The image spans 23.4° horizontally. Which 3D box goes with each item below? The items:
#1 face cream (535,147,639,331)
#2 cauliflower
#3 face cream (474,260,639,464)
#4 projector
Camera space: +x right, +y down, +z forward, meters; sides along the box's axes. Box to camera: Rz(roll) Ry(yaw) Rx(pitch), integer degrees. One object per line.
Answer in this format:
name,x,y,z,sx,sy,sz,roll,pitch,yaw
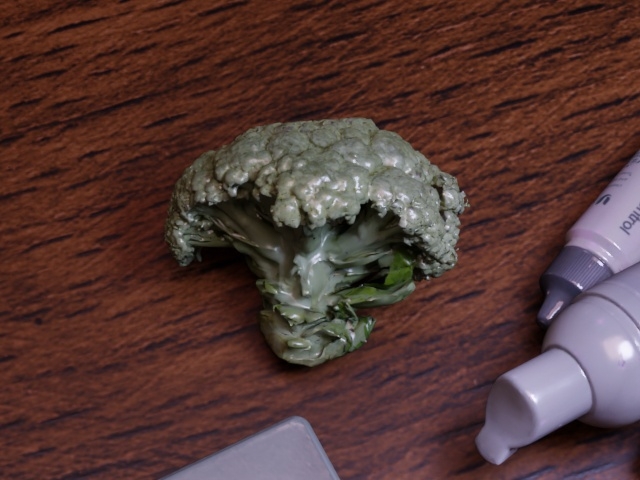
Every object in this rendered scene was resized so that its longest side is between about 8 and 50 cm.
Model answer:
face cream,0.326,-0.016,1.641,0.092,0.092,0.311,38,68,16
cauliflower,0.000,0.000,1.573,0.272,0.275,0.250,-5,99,-38
face cream,0.310,0.104,1.515,0.369,0.145,0.145,-25,66,-26
projector,-0.045,0.319,1.441,0.192,0.099,0.257,-24,67,-16
